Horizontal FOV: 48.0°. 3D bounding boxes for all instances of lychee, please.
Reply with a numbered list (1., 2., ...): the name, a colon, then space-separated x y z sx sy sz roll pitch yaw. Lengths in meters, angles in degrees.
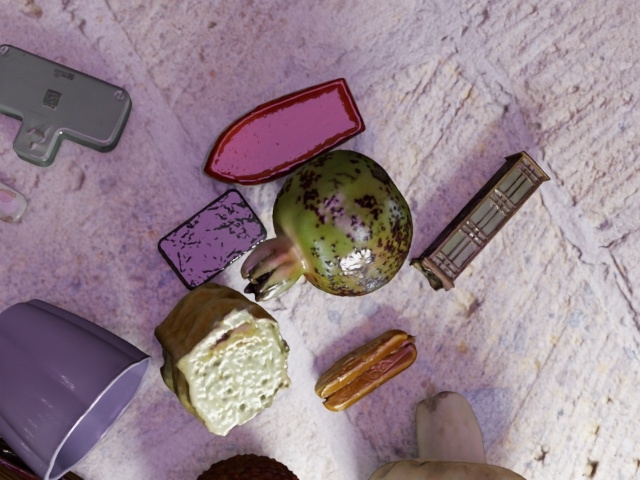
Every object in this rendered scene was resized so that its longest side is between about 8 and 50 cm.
1. lychee: -0.127 0.518 1.293 0.260 0.260 0.261 1 87 -10

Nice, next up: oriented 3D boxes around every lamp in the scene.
1. lamp: 0.327 -0.040 1.481 0.090 0.089 0.325 44 80 -6

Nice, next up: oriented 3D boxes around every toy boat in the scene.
1. toy boat: -0.082 -0.199 1.404 0.331 0.133 0.145 -24 97 0

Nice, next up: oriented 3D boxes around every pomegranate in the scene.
1. pomegranate: 0.000 0.000 1.319 0.340 0.285 0.285 -34 93 -18

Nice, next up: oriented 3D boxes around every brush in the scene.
1. brush: -0.208 -0.002 1.397 0.197 0.059 0.123 -37 96 -9

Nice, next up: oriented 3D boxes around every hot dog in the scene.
1. hot dog: 0.097 0.254 1.438 0.235 0.062 0.092 -29 92 -8

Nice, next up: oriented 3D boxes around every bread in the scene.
1. bread: -0.178 0.202 1.279 0.238 0.252 0.196 -46 115 -4

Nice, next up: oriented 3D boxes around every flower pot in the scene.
1. flower pot: -0.466 0.238 1.256 0.243 0.265 0.265 38 81 8

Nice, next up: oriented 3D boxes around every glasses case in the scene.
1. glasses case: -0.626 -0.092 1.336 0.164 0.041 0.063 32 83 -7

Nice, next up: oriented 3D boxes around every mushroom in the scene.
1. mushroom: 0.248 0.511 1.357 0.353 0.353 0.325 -25 112 -10

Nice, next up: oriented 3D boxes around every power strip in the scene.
1. power strip: -0.509 -0.236 1.355 0.264 0.059 0.194 21 80 -8

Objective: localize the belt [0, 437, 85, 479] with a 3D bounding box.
1. belt: -0.492 0.460 1.243 0.338 0.217 0.122 35 82 -13
